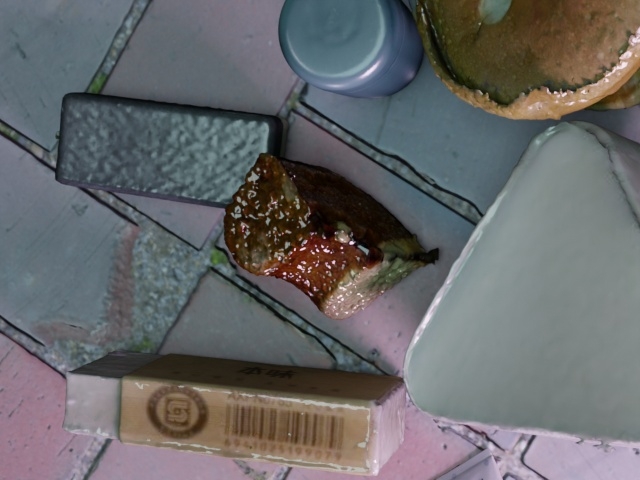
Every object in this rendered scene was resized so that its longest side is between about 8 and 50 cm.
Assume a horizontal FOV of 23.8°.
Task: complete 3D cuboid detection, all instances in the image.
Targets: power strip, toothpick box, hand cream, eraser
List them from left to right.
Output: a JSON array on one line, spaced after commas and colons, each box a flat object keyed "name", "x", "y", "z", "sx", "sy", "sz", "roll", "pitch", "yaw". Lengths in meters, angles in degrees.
[{"name": "power strip", "x": -0.166, "y": -0.098, "z": 1.639, "sx": 0.256, "sy": 0.070, "sz": 0.105, "roll": 9, "pitch": 95, "yaw": 13}, {"name": "eraser", "x": -0.088, "y": 0.175, "z": 1.602, "sx": 0.343, "sy": 0.144, "sz": 0.078, "roll": 5, "pitch": 98, "yaw": 14}, {"name": "toothpick box", "x": 0.039, "y": -0.201, "z": 1.514, "sx": 0.120, "sy": 0.184, "sz": 0.120, "roll": 0, "pitch": 90, "yaw": 16}, {"name": "hand cream", "x": 0.176, "y": 0.300, "z": 1.592, "sx": 0.084, "sy": 0.053, "sz": 0.142, "roll": -33, "pitch": 75, "yaw": 16}, {"name": "eraser", "x": 0.260, "y": 0.044, "z": 1.457, "sx": 0.331, "sy": 0.150, "sz": 0.331, "roll": -8, "pitch": 77, "yaw": 39}]

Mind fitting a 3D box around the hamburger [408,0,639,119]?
[{"name": "hamburger", "x": 0.232, "y": -0.251, "z": 1.416, "sx": 0.318, "sy": 0.195, "sz": 0.277, "roll": 11, "pitch": 109, "yaw": 40}]

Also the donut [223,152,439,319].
[{"name": "donut", "x": 0.004, "y": -0.001, "z": 1.570, "sx": 0.126, "sy": 0.186, "sz": 0.144, "roll": -48, "pitch": 58, "yaw": 20}]
